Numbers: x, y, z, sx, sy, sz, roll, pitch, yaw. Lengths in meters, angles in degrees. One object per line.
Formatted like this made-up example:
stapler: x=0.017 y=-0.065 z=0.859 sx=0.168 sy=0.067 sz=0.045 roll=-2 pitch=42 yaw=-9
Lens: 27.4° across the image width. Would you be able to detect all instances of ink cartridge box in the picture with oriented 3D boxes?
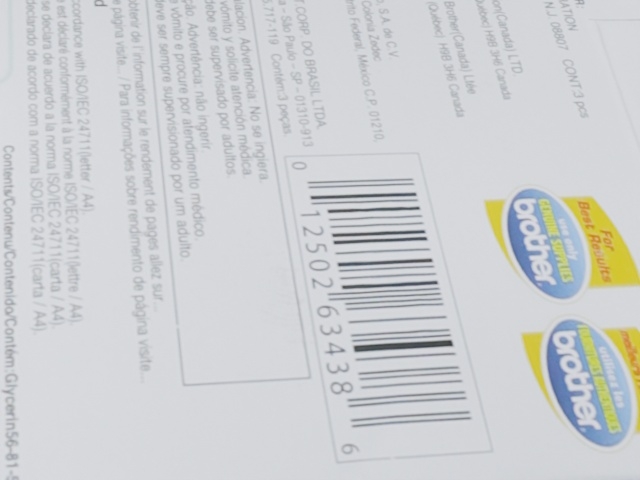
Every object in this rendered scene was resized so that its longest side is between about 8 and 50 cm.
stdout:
ink cartridge box: x=0.000 y=0.000 z=0.447 sx=0.395 sy=0.151 sz=0.270 roll=-3 pitch=55 yaw=-10
